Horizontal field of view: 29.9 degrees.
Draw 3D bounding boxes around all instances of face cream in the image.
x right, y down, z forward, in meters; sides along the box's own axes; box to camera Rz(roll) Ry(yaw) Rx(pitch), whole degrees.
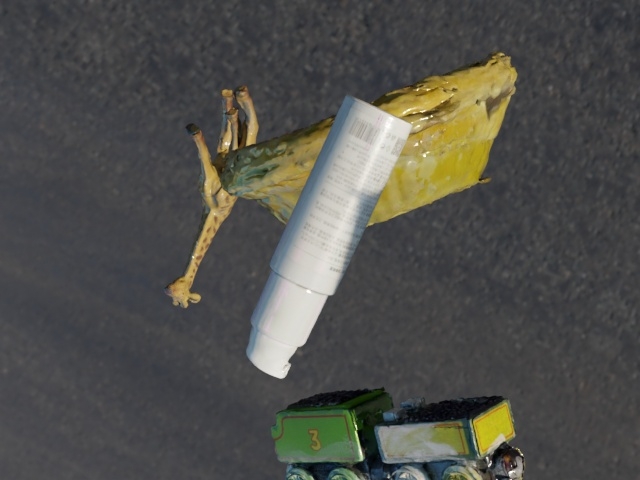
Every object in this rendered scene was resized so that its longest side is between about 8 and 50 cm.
[{"bbox_3d":[0.000,0.000,0.542,0.034,0.130,0.034,23,-173,-3],"label":"face cream"}]

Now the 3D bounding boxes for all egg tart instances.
[{"bbox_3d":[0.053,-0.071,1.060,0.290,0.290,0.115,-19,94,49],"label":"egg tart"}]

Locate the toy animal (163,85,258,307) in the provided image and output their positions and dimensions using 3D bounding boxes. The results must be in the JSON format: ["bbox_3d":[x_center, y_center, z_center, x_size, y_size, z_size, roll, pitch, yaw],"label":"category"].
[{"bbox_3d":[-0.132,-0.055,1.469,0.054,0.149,0.276,19,108,16],"label":"toy animal"}]

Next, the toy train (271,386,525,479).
[{"bbox_3d":[0.049,0.142,0.828,0.202,0.060,0.081,-11,93,42],"label":"toy train"}]
